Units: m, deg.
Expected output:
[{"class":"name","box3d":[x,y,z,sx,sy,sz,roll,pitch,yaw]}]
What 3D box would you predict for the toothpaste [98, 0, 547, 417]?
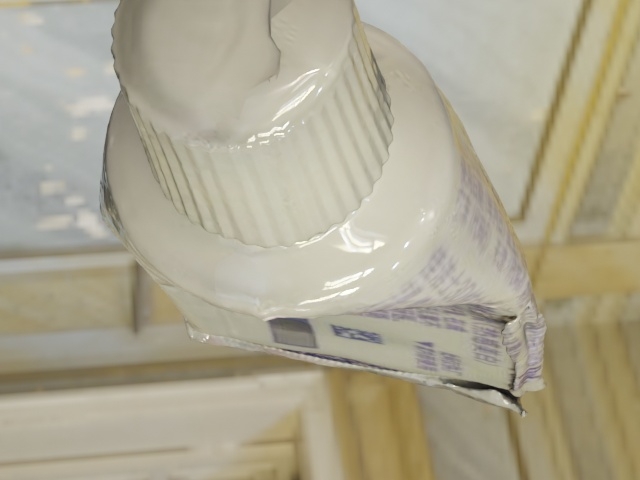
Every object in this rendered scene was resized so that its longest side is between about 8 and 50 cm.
[{"class":"toothpaste","box3d":[0.001,0.001,0.444,0.099,0.068,0.282,40,-7,14]}]
